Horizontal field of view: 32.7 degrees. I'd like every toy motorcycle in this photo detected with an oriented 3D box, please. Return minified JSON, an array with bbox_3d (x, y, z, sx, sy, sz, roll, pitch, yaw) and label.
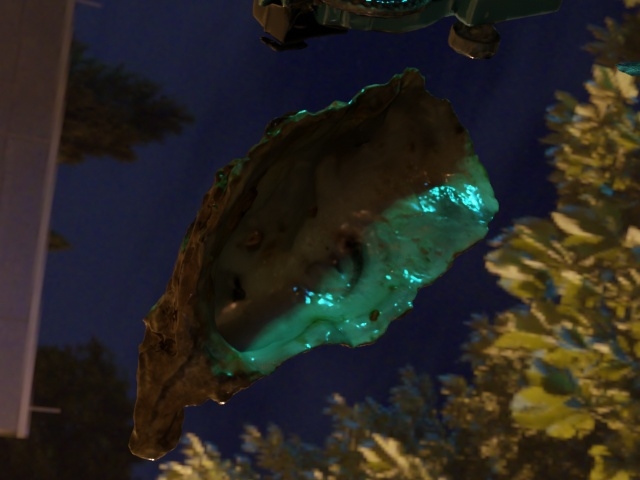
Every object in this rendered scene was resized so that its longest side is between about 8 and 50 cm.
[{"bbox_3d":[0.064,-0.193,0.676,0.182,0.272,0.124,46,-42,36],"label":"toy motorcycle"}]

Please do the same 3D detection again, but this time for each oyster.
[{"bbox_3d":[-0.017,-0.014,0.855,0.111,0.396,0.204,18,-44,49],"label":"oyster"}]

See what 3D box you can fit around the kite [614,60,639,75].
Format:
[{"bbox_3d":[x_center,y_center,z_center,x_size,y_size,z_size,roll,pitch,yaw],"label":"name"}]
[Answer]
[{"bbox_3d":[0.455,-0.196,1.127,0.152,0.285,0.015,-99,177,-75],"label":"kite"}]
